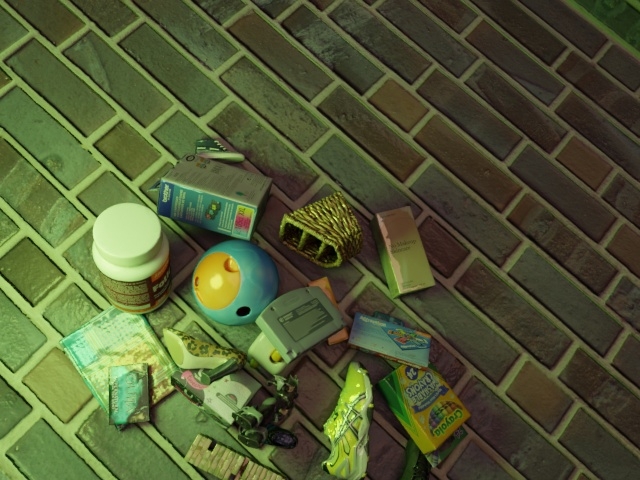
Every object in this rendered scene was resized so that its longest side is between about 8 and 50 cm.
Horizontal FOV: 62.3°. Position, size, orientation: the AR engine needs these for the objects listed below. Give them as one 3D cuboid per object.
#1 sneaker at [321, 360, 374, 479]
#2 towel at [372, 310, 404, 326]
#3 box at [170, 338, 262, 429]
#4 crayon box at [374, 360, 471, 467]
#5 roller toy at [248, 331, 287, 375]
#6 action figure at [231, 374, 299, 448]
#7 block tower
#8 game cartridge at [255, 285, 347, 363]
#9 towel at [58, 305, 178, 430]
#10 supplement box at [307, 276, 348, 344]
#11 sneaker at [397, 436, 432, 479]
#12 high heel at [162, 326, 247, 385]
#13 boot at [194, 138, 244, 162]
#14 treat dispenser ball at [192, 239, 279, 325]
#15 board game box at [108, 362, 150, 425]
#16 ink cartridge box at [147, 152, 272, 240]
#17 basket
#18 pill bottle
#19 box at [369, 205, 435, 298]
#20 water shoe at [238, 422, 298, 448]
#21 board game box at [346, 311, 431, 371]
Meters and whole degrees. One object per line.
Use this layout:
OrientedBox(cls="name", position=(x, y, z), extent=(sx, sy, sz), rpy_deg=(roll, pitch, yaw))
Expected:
OrientedBox(cls="sneaker", position=(0.090, 0.595, 1.762), extent=(0.147, 0.145, 0.384), rpy_deg=(7, 72, -5))
OrientedBox(cls="towel", position=(0.243, 0.304, 1.922), extent=(0.120, 0.029, 0.067), rpy_deg=(21, 72, 0))
OrientedBox(cls="box", position=(-0.344, 0.472, 1.727), extent=(0.247, 0.142, 0.163), rpy_deg=(38, 59, 5))
OrientedBox(cls="crayon box", position=(0.361, 0.561, 1.786), extent=(0.203, 0.083, 0.323), rpy_deg=(-26, 72, -36))
OrientedBox(cls="roller toy", position=(-0.133, 0.348, 1.777), extent=(0.146, 0.209, 0.191), rpy_deg=(38, 48, 4))
OrientedBox(cls="action figure", position=(-0.158, 0.535, 1.708), extent=(0.099, 0.285, 0.185), rpy_deg=(12, 112, 29))
OrientedBox(cls="block tower", position=(-0.264, 0.737, 1.705), extent=(0.336, 0.091, 0.097), rpy_deg=(29, 73, 1))
OrientedBox(cls="game cartridge", position=(-0.064, 0.259, 1.727), extent=(0.198, 0.062, 0.297), rpy_deg=(47, 39, 18))
OrientedBox(cls="towel", position=(-0.664, 0.405, 1.779), extent=(0.271, 0.040, 0.370), rpy_deg=(-35, 81, -14))
OrientedBox(cls="supplement box", position=(0.024, 0.253, 1.886), extent=(0.078, 0.080, 0.233), rpy_deg=(-17, 75, -10))
OrientedBox(cls="sneaker", position=(0.325, 0.762, 1.749), extent=(0.109, 0.130, 0.286), rpy_deg=(22, 71, 1))
OrientedBox(cls="high heel", position=(-0.366, 0.343, 1.683), extent=(0.261, 0.093, 0.186), rpy_deg=(37, 29, 25))
OrientedBox(cls="boot", position=(-0.383, -0.344, 2.011), extent=(0.190, 0.069, 0.086), rpy_deg=(0, 77, -5))
OrientedBox(cls="treat dispenser ball", position=(-0.282, 0.141, 1.770), extent=(0.288, 0.288, 0.288), rpy_deg=(2, 74, -6))
OrientedBox(cls="board game box", position=(-0.624, 0.500, 1.728), extent=(0.126, 0.026, 0.186), rpy_deg=(-5, 76, -9))
OrientedBox(cls="ink cartridge box", position=(-0.392, -0.167, 1.852), extent=(0.396, 0.151, 0.270), rpy_deg=(18, 28, -2))
OrientedBox(cls="basket", position=(0.000, 0.000, 1.841), extent=(0.223, 0.299, 0.213), rpy_deg=(-26, 80, -16))
OrientedBox(cls="pill bottle", position=(-0.593, 0.063, 1.682), extent=(0.224, 0.392, 0.224), rpy_deg=(6, 59, -10))
OrientedBox(cls="box", position=(0.298, 0.045, 1.955), extent=(0.148, 0.121, 0.311), rpy_deg=(-15, 77, -10))
OrientedBox(cls="water shoe", position=(-0.171, 0.637, 1.749), extent=(0.203, 0.080, 0.072), rpy_deg=(13, 72, -3))
OrientedBox(cls="board game box", position=(0.240, 0.349, 1.840), extent=(0.281, 0.027, 0.145), rpy_deg=(17, 44, 3))
